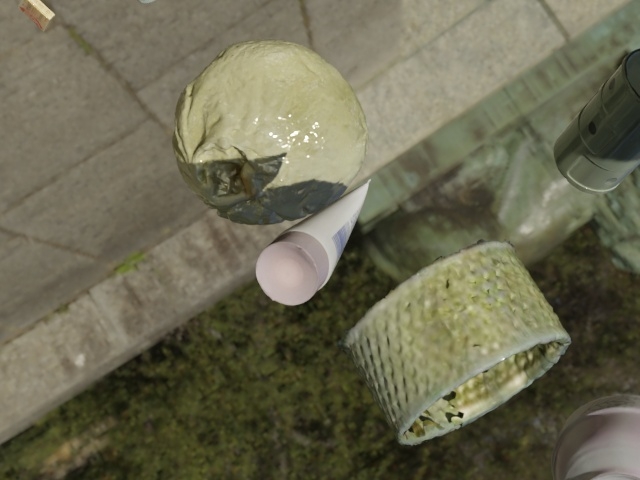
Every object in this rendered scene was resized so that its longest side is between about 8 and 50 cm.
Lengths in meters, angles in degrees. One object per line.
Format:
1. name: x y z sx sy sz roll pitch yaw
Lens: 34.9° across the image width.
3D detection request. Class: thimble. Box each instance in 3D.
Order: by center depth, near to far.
1. thimble: 0.172 0.136 1.306 0.270 0.150 0.271 -25 157 -12

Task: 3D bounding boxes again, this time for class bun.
1. bun: -0.100 -0.168 1.792 0.227 0.352 0.349 -63 171 -50

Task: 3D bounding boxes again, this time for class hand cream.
1. hand cream: 0.000 0.000 1.318 0.133 0.083 0.248 -55 176 24

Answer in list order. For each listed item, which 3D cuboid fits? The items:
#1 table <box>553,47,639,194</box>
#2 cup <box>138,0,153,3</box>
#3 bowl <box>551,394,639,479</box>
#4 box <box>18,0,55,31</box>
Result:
1. table: 0.464 -0.180 1.564 0.126 0.126 0.220 -28 163 -29
2. cup: -0.402 -0.590 1.991 0.258 0.234 0.186 -49 176 -38
3. bowl: 0.519 0.415 1.701 0.287 0.287 0.144 -38 -179 34
4. box: -0.465 -0.375 1.665 0.015 0.058 0.093 -49 -165 -15
